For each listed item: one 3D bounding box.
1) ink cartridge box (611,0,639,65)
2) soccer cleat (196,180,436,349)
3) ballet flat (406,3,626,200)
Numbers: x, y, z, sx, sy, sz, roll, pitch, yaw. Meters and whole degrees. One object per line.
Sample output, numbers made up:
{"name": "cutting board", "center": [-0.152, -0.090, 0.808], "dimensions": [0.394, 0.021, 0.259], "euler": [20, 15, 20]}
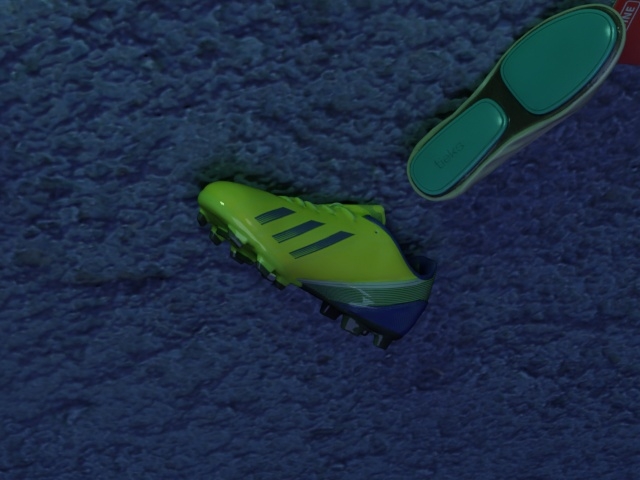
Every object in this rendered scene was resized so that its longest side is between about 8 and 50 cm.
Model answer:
{"name": "ink cartridge box", "center": [0.410, -0.241, 1.376], "dimensions": [0.261, 0.066, 0.296], "euler": [0, 136, -22]}
{"name": "soccer cleat", "center": [0.000, 0.000, 1.504], "dimensions": [0.289, 0.093, 0.121], "euler": [33, 88, -38]}
{"name": "ballet flat", "center": [0.183, -0.123, 1.429], "dimensions": [0.248, 0.086, 0.086], "euler": [-38, 136, 24]}
